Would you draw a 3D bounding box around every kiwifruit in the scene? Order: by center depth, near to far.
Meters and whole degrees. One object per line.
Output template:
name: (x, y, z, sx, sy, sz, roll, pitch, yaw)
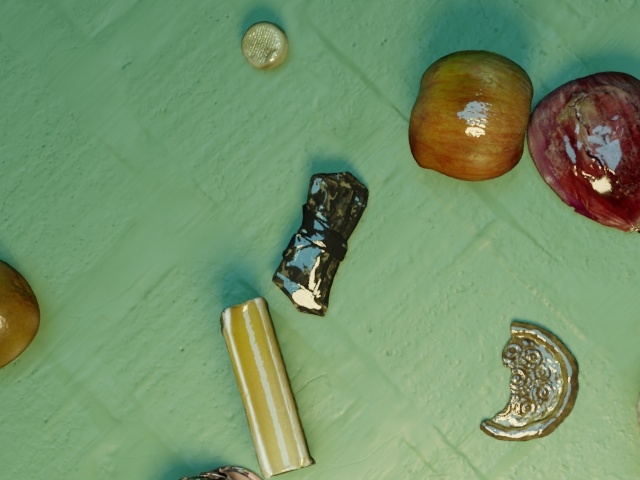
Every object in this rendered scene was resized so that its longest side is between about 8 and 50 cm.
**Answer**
kiwifruit: (-0.592, 0.138, 1.977, 0.234, 0.196, 0.196, -34, 78, 0)

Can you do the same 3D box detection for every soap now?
soap: (-0.088, 0.239, 1.895, 0.089, 0.173, 0.274, -16, 80, -3)

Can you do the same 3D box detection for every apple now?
apple: (0.242, -0.201, 1.895, 0.188, 0.211, 0.211, 13, 83, 6)

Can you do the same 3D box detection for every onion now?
onion: (0.467, -0.140, 1.899, 0.227, 0.120, 0.283, -28, 78, 8)

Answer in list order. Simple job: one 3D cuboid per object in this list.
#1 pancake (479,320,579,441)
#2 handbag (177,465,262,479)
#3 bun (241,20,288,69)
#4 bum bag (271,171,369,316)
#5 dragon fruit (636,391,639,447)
pancake: (0.327, 0.227, 1.911, 0.184, 0.020, 0.190, -21, 78, 6)
handbag: (-0.172, 0.465, 1.897, 0.179, 0.116, 0.205, 19, 85, 12)
bun: (-0.092, -0.336, 2.047, 0.086, 0.055, 0.086, -1, 87, 21)
bum bag: (-0.001, 0.000, 1.970, 0.102, 0.069, 0.248, 23, 82, -25)
dragon fruit: (0.627, 0.264, 1.779, 0.283, 0.204, 0.221, -35, 49, 18)
